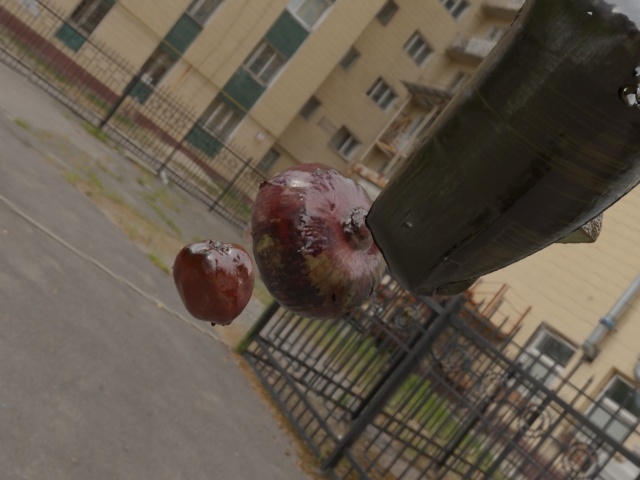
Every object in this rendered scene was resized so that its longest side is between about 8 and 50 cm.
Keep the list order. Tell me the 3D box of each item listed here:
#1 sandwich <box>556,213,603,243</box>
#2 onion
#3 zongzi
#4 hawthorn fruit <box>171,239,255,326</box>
[{"bbox_3d":[0.341,-0.066,1.118,0.186,0.065,0.214,2,-25,40],"label":"sandwich"},{"bbox_3d":[0.000,0.000,1.061,0.246,0.190,0.246,27,53,-44],"label":"onion"},{"bbox_3d":[0.291,-0.098,0.854,0.432,0.403,0.208,-3,51,-49],"label":"zongzi"},{"bbox_3d":[-0.237,0.100,1.554,0.185,0.202,0.185,2,21,-1],"label":"hawthorn fruit"}]
